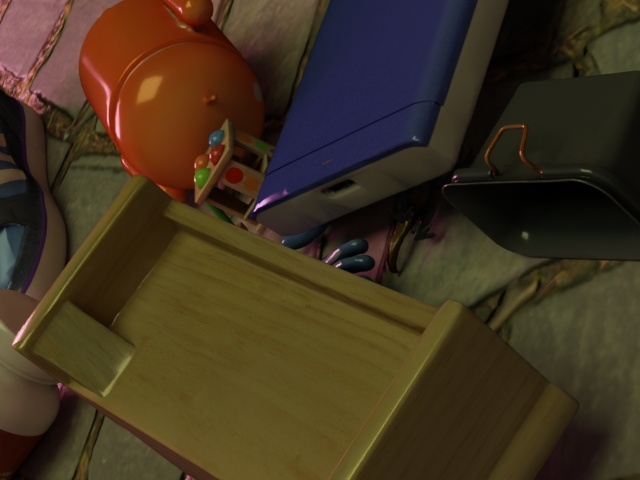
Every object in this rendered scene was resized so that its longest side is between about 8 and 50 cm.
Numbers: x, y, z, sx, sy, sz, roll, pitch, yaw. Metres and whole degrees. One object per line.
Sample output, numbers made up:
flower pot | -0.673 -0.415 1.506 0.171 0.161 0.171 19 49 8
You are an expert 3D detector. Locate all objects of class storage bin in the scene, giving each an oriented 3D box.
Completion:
storage bin | 0.150 -0.052 0.988 0.135 0.098 0.091 -1 57 52

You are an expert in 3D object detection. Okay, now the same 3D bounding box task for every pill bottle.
pill bottle | -0.299 0.151 1.398 0.216 0.121 0.121 -53 36 15

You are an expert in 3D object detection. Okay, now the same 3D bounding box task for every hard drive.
hard drive | 0.064 -0.168 1.151 0.210 0.040 0.318 -22 43 55

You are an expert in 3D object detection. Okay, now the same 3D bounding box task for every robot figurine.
robot figurine | -0.121 -0.120 1.347 0.158 0.128 0.219 -46 36 6

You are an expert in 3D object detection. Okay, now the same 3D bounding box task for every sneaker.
sneaker | -0.369 -0.060 1.527 0.130 0.236 0.322 -43 39 26

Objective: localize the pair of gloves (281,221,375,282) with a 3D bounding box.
pair of gloves | 0.000 0.000 1.177 0.159 0.023 0.198 -27 45 57

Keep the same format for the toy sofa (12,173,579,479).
toy sofa | -0.015 0.095 1.023 0.363 0.177 0.150 21 74 51

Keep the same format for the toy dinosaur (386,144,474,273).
toy dinosaur | 0.061 -0.039 1.132 0.090 0.047 0.082 -49 22 33

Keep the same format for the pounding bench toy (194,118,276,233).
pounding bench toy | -0.068 -0.038 1.246 0.083 0.065 0.052 -57 20 24

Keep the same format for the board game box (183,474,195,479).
board game box | -0.059 0.169 1.167 0.090 0.020 0.090 31 93 55
